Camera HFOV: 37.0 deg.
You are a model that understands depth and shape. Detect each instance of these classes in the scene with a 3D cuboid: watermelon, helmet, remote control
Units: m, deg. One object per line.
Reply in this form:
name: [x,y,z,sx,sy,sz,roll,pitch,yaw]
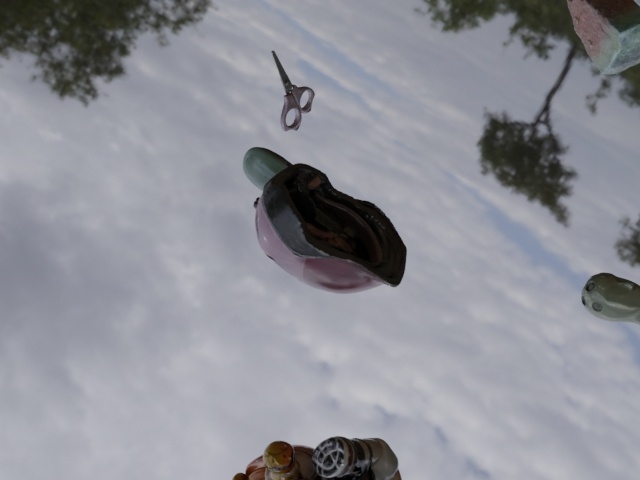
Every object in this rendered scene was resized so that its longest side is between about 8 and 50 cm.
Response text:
watermelon: [0.525,-0.443,1.722,0.139,0.193,0.257,19,-139,-53]
helmet: [0.000,0.000,1.527,0.253,0.154,0.198,47,-151,-13]
remote control: [-0.072,-0.122,2.124,0.256,0.097,0.045,33,-157,15]

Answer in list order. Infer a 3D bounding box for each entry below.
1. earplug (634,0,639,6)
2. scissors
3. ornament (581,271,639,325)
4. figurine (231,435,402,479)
earplug: [0.462,-0.351,1.141,0.280,0.164,0.257,-9,-144,-17]
scissors: [-0.060,-0.281,1.758,0.015,0.100,0.189,24,157,32]
ornament: [0.476,0.099,1.459,0.156,0.081,0.075,26,-132,15]
figurine: [-0.013,0.465,1.739,0.320,0.323,0.196,57,-152,-22]
